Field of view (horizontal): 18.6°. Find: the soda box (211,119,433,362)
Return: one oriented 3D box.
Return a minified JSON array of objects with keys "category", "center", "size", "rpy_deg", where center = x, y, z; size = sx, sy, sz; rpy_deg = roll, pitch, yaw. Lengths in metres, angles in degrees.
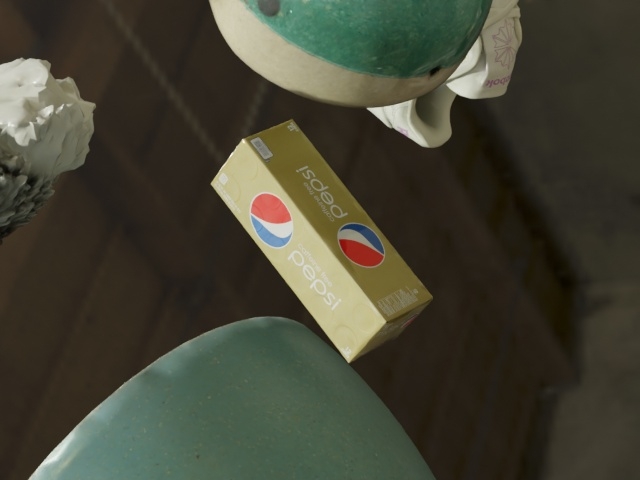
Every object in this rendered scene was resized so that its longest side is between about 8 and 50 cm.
[{"category":"soda box","center":[0.000,0.000,1.487],"size":[0.058,0.061,0.181],"rpy_deg":[-24,-109,-44]}]

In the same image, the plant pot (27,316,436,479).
[{"category":"plant pot","center":[-0.025,0.213,0.990],"size":[0.290,0.195,0.290],"rpy_deg":[-39,-29,-27]}]

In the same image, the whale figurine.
[{"category":"whale figurine","center":[-0.008,-0.207,1.162],"size":[0.216,0.141,0.272],"rpy_deg":[-20,-117,-43]}]

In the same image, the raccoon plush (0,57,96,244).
[{"category":"raccoon plush","center":[-0.254,0.138,1.179],"size":[0.299,0.446,0.216],"rpy_deg":[53,-169,-39]}]

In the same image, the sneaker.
[{"category":"sneaker","center":[0.113,-0.198,1.424],"size":[0.114,0.305,0.152],"rpy_deg":[-24,-116,-43]}]
